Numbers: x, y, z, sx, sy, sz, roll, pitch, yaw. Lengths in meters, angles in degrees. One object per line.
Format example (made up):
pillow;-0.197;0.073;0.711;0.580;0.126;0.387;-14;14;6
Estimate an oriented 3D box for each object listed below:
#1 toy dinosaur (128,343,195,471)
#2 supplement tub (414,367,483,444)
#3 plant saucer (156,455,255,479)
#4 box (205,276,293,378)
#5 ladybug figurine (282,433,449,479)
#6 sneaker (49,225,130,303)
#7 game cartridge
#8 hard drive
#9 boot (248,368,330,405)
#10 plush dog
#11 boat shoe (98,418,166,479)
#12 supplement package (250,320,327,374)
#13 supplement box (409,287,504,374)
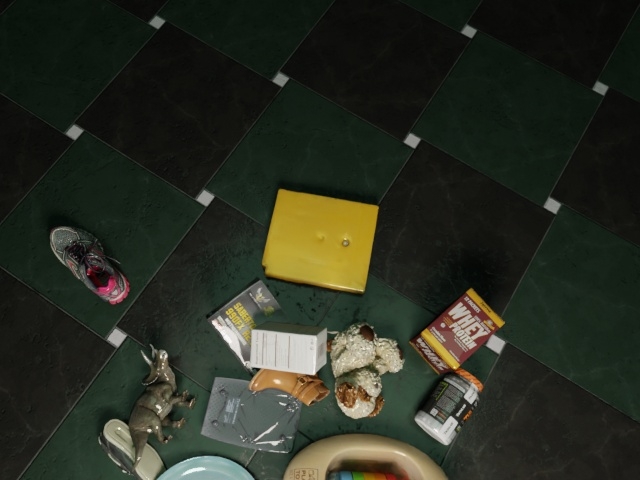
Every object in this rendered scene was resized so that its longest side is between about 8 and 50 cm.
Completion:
toy dinosaur;-0.451;0.461;1.482;0.160;0.121;0.313;15;74;15
supplement tub;0.358;0.453;1.493;0.117;0.117;0.190;39;76;10
plant saucer;-0.300;0.712;1.373;0.318;0.043;0.317;5;45;-5
box;-0.181;0.249;1.525;0.183;0.056;0.231;-36;105;-11
ladybug figurine;0.110;0.653;1.368;0.450;0.161;0.305;8;40;-5
sneaker;-0.684;0.056;1.595;0.299;0.112;0.121;39;75;11
game cartridge;0.000;0.000;1.670;0.324;0.052;0.285;10;72;4
hard drive;-0.187;0.483;1.500;0.255;0.054;0.171;11;72;1
boot;-0.082;0.396;1.474;0.197;0.073;0.152;-21;52;-37
plush dog;0.096;0.369;1.481;0.211;0.262;0.225;-14;58;29
boat shoe;-0.505;0.588;1.458;0.233;0.084;0.079;44;114;5
supplement package;-0.083;0.282;1.433;0.179;0.105;0.105;3;95;17
supplement box;0.375;0.259;1.516;0.191;0.194;0.129;-39;77;-13
